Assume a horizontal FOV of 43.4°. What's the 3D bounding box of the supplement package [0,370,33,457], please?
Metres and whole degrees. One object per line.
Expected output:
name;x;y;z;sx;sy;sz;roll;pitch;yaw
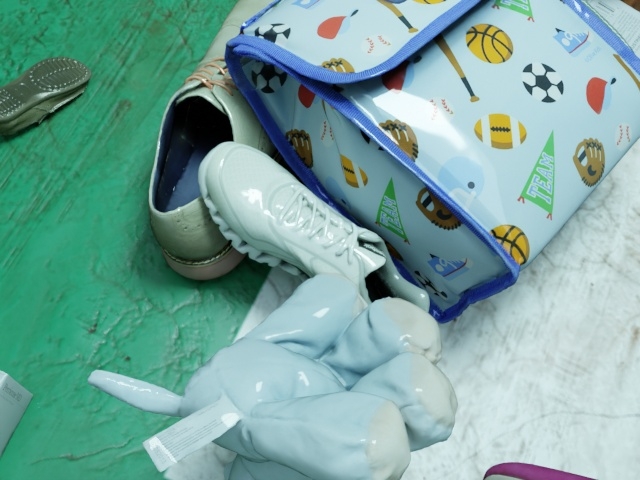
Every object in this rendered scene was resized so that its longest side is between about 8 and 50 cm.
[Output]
supplement package;-0.383;0.205;0.792;0.105;0.105;0.179;20;68;5

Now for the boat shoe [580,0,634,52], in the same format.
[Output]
boat shoe;0.284;-0.319;0.990;0.099;0.116;0.319;-39;70;-1

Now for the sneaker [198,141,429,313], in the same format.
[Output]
sneaker;0.000;0.000;0.844;0.292;0.118;0.110;43;61;-16

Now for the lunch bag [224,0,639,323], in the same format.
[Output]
lunch bag;0.131;-0.165;0.890;0.385;0.239;0.328;46;65;4

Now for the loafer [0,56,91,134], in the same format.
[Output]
loafer;-0.349;-0.178;0.990;0.148;0.050;0.056;-36;77;-34

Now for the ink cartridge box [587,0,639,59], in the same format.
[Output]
ink cartridge box;0.276;-0.294;1.080;0.311;0.065;0.186;37;69;8

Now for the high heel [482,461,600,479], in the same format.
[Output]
high heel;0.360;0.295;0.835;0.377;0.127;0.181;27;39;11

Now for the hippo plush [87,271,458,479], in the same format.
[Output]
hippo plush;-0.008;0.201;0.737;0.294;0.236;0.234;-25;38;-29

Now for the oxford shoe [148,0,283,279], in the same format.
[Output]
oxford shoe;-0.099;-0.158;0.937;0.140;0.146;0.397;5;65;11
